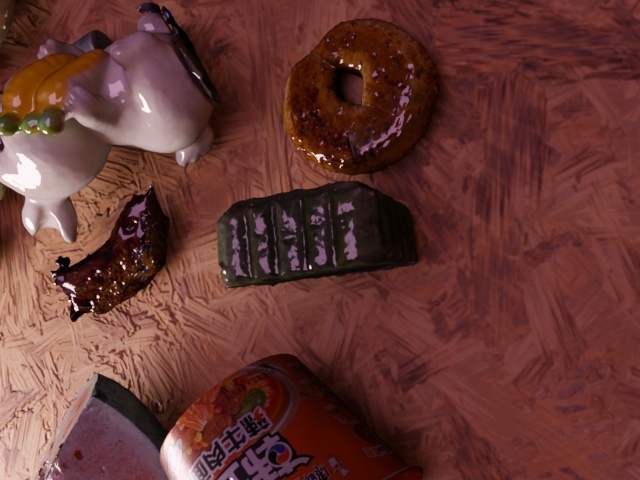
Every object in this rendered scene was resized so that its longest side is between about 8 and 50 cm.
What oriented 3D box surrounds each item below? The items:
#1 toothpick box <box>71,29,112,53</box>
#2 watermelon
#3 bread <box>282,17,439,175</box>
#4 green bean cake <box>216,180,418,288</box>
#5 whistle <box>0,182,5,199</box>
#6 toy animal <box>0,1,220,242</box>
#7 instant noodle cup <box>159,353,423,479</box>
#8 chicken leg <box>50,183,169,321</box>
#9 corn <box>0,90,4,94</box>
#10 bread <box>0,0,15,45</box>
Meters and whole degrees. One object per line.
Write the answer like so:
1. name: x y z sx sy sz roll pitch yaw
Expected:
1. toothpick box: -0.321 -0.240 1.146 0.083 0.052 0.052 -24 80 22
2. watermelon: -0.260 0.306 1.078 0.188 0.175 0.322 30 124 -14
3. bread: 0.046 -0.162 0.984 0.193 0.064 0.193 -3 83 27
4. green bean cake: 0.000 0.000 0.935 0.183 0.185 0.094 -11 80 21
5. whistle: -0.574 -0.074 1.226 0.288 0.106 0.131 0 96 24
6. toy animal: -0.280 -0.143 1.040 0.310 0.247 0.183 -33 59 4
7. instant noodle cup: -0.044 0.260 0.930 0.192 0.250 0.250 47 107 26
8. chicken leg: -0.262 0.027 1.098 0.234 0.105 0.063 -36 35 21
9. corn: -0.432 -0.161 1.107 0.080 0.231 0.080 0 94 -7
10. bread: -0.536 -0.381 1.163 0.305 0.159 0.305 6 100 42
